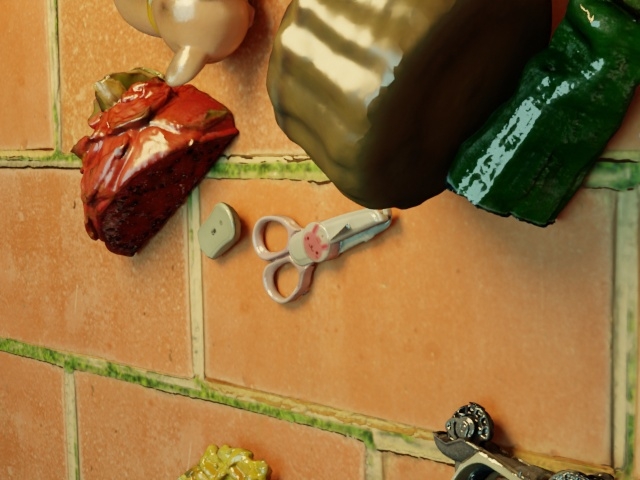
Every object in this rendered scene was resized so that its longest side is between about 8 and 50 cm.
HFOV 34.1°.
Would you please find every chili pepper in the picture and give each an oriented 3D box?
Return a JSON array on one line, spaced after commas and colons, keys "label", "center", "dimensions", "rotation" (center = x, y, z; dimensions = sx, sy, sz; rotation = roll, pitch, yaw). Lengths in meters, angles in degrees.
[{"label": "chili pepper", "center": [0.243, -0.143, 1.018], "dimensions": [0.270, 0.136, 0.099], "rotation": [-62, 12, 22]}]

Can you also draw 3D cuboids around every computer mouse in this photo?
[{"label": "computer mouse", "center": [-0.136, -0.013, 1.443], "dimensions": [0.110, 0.032, 0.056], "rotation": [-43, 65, 48]}]

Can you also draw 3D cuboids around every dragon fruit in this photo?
[{"label": "dragon fruit", "center": [-0.290, -0.133, 1.489], "dimensions": [0.317, 0.152, 0.205], "rotation": [-47, 63, 36]}]

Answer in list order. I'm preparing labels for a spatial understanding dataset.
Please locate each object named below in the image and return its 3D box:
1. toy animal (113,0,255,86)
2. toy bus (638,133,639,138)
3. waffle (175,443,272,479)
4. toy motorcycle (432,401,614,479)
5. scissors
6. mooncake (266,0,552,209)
[{"label": "toy animal", "center": [-0.184, -0.325, 1.378], "dimensions": [0.248, 0.149, 0.165], "rotation": [41, 137, 44]}, {"label": "toy bus", "center": [0.426, -0.161, 0.860], "dimensions": [0.136, 0.109, 0.330], "rotation": [51, 127, 12]}, {"label": "waffle", "center": [-0.132, 0.413, 1.477], "dimensions": [0.280, 0.060, 0.262], "rotation": [4, 96, 41]}, {"label": "toy motorcycle", "center": [0.209, 0.284, 1.109], "dimensions": [0.263, 0.091, 0.157], "rotation": [26, 95, 43]}, {"label": "scissors", "center": [0.000, 0.000, 1.318], "dimensions": [0.242, 0.030, 0.118], "rotation": [-24, 79, 46]}, {"label": "mooncake", "center": [0.088, -0.178, 1.045], "dimensions": [0.161, 0.290, 0.290], "rotation": [42, 122, 27]}]
